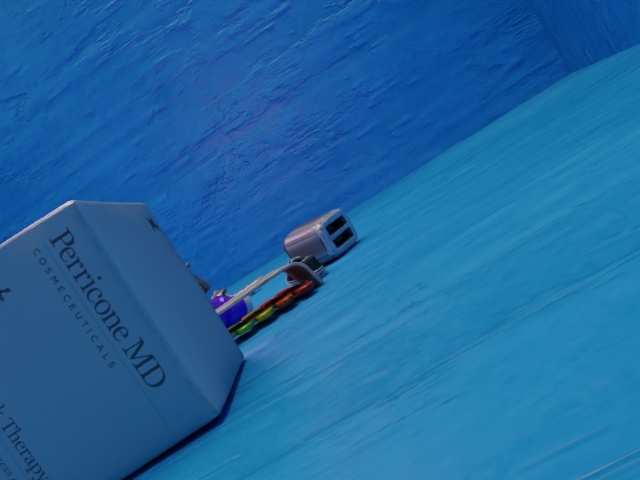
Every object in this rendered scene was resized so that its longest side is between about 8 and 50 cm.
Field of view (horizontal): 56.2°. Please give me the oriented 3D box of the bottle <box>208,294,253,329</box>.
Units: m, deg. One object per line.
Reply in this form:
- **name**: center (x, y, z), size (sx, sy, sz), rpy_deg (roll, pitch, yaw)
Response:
- **bottle**: center (-0.301, 0.199, 1.477), size (0.283, 0.092, 0.118), rpy_deg (-15, -17, -36)

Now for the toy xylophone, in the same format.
- **toy xylophone**: center (-0.153, 0.149, 1.342), size (0.323, 0.081, 0.236), rpy_deg (-34, 4, -16)

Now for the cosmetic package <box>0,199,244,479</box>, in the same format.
- **cosmetic package**: center (-0.374, 0.178, 0.879), size (0.394, 0.329, 0.327), rpy_deg (-33, 3, 1)

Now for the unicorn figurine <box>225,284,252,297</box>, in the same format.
- **unicorn figurine**: center (-0.292, 0.197, 2.165), size (0.162, 0.060, 0.111), rpy_deg (-16, 3, -1)

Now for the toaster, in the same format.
- **toaster**: center (0.000, 0.000, 1.679), size (0.146, 0.129, 0.227), rpy_deg (-27, 5, 36)

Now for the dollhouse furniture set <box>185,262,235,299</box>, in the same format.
- **dollhouse furniture set**: center (-0.387, 0.206, 1.621), size (0.161, 0.212, 0.242), rpy_deg (-27, 34, 46)

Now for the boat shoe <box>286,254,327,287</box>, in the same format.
- **boat shoe**: center (-0.046, 0.073, 1.534), size (0.078, 0.070, 0.219), rpy_deg (-34, 4, -22)
